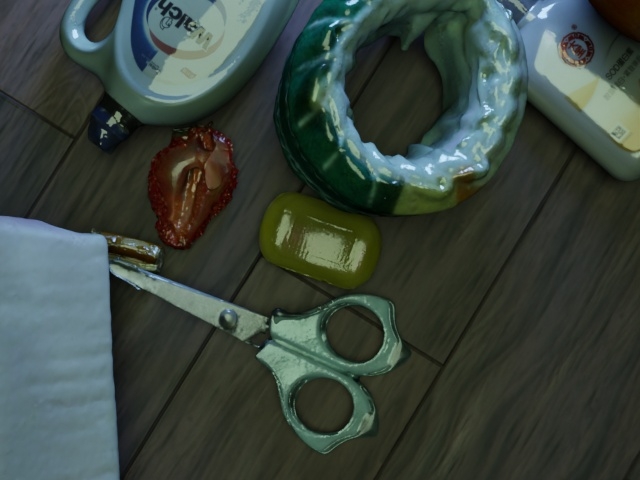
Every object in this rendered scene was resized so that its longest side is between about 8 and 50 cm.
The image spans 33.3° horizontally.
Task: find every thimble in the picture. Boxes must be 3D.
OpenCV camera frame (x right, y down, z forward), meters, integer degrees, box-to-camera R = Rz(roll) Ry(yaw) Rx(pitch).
[{"bbox_3d":[0.087,-0.165,1.158,0.254,0.167,0.288,20,83,-11],"label":"thimble"}]

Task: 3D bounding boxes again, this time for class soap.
[{"bbox_3d":[0.000,0.000,1.216,0.140,0.045,0.089,19,87,-4],"label":"soap"}]

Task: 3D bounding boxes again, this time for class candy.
[{"bbox_3d":[-0.325,0.152,1.102,0.145,0.208,0.359,-4,87,41],"label":"candy"}]

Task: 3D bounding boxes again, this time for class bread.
[{"bbox_3d":[-0.219,0.013,1.205,0.083,0.047,0.036,16,81,-2],"label":"bread"}]

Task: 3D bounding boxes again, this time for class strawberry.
[{"bbox_3d":[-0.147,-0.064,1.211,0.103,0.048,0.152,10,85,1],"label":"strawberry"}]

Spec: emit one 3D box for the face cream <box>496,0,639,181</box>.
[{"bbox_3d":[0.292,-0.206,1.224,0.291,0.071,0.144,43,87,0],"label":"face cream"}]

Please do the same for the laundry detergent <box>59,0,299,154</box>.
[{"bbox_3d":[-0.177,-0.227,1.186,0.215,0.105,0.280,40,90,8],"label":"laundry detergent"}]

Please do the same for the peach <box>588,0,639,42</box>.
[{"bbox_3d":[0.409,-0.364,1.111,0.334,0.310,0.406,-11,68,-9],"label":"peach"}]

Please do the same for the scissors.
[{"bbox_3d":[-0.075,0.100,1.197,0.360,0.029,0.191,26,88,-11],"label":"scissors"}]
